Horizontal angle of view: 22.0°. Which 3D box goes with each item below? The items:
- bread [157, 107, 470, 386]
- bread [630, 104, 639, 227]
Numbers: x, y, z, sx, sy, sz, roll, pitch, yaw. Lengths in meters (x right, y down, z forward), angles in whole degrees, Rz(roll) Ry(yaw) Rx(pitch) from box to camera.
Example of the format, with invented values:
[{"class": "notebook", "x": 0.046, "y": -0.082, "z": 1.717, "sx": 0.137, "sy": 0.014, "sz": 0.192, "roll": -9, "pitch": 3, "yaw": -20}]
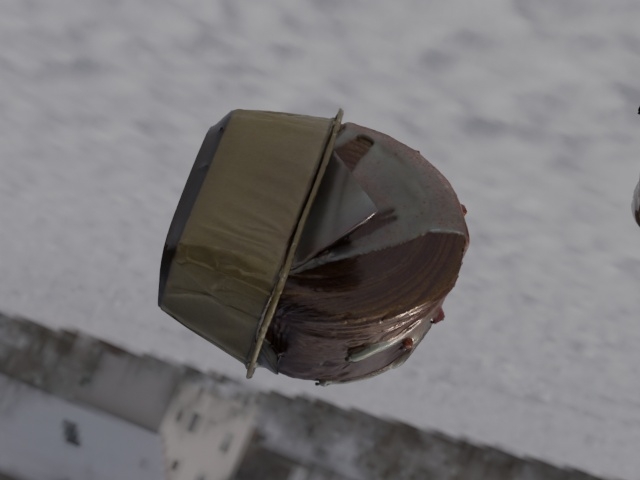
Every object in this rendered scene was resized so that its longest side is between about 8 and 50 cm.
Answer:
[{"class": "bread", "x": 0.000, "y": 0.000, "z": 1.225, "sx": 0.212, "sy": 0.224, "sz": 0.142, "roll": 17, "pitch": 139, "yaw": 1}, {"class": "bread", "x": 0.408, "y": -0.096, "z": 1.421, "sx": 0.279, "sy": 0.225, "sz": 0.250, "roll": -3, "pitch": -158, "yaw": 19}]
